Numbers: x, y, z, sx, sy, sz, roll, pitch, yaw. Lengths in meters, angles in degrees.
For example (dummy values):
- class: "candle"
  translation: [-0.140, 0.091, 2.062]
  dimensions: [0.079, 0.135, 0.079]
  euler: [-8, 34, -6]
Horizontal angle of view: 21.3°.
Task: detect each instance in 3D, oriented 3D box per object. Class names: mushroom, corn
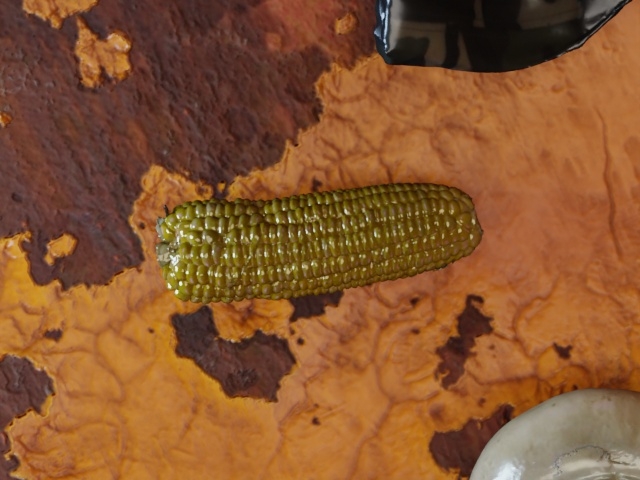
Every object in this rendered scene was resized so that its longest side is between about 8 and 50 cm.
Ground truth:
- class: "mushroom"
  translation: [0.247, 0.251, 1.496]
  dimensions: [0.246, 0.202, 0.246]
  euler: [1, 98, 10]
- class: "corn"
  translation: [0.000, 0.000, 1.509]
  dimensions: [0.292, 0.101, 0.101]
  euler: [-7, 99, -4]

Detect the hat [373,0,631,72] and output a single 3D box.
- class: "hat"
  translation: [0.117, -0.367, 1.444]
  dimensions: [0.366, 0.257, 0.381]
  euler: [-46, 61, 21]
